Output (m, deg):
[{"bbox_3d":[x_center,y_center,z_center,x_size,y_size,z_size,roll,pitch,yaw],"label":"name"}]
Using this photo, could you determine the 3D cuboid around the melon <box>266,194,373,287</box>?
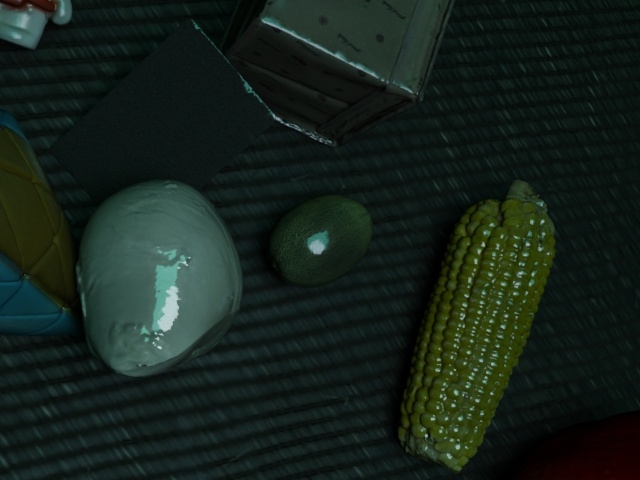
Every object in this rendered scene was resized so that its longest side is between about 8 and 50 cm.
[{"bbox_3d":[0.000,0.000,1.055,0.130,0.098,0.098,-26,92,-25],"label":"melon"}]

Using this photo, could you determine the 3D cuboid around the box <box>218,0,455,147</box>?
[{"bbox_3d":[0.029,-0.291,1.034,0.190,0.225,0.297,25,74,-16],"label":"box"}]

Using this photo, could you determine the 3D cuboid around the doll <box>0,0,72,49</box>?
[{"bbox_3d":[-0.297,-0.349,0.973,0.160,0.130,0.291,17,92,-11],"label":"doll"}]

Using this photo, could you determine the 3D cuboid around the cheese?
[{"bbox_3d":[-0.157,0.033,0.939,0.154,0.198,0.189,-18,87,9],"label":"cheese"}]

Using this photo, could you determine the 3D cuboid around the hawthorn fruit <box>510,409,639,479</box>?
[{"bbox_3d":[0.353,0.318,1.071,0.307,0.265,0.265,-37,97,-42],"label":"hawthorn fruit"}]

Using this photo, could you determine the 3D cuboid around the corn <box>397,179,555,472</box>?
[{"bbox_3d":[0.182,0.092,1.096,0.130,0.130,0.347,25,79,-15],"label":"corn"}]

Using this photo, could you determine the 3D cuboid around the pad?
[{"bbox_3d":[-0.169,-0.113,1.002,0.211,0.003,0.143,-40,98,10],"label":"pad"}]

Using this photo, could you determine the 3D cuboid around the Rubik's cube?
[{"bbox_3d":[-0.352,0.012,0.863,0.254,0.254,0.255,3,82,-20],"label":"Rubik's cube"}]
